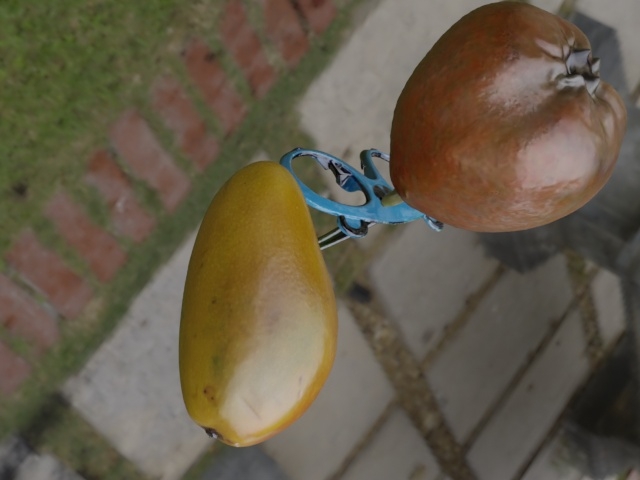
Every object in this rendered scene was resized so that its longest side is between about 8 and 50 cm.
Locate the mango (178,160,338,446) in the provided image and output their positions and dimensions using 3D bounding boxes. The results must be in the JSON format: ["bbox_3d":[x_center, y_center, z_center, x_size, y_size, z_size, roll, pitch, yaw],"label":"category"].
[{"bbox_3d":[-0.051,0.054,1.248,0.113,0.138,0.253,135,-40,-72],"label":"mango"}]

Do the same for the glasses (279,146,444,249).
[{"bbox_3d":[-0.008,-0.037,1.478,0.239,0.207,0.102,-5,83,-57],"label":"glasses"}]

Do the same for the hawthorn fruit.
[{"bbox_3d":[0.143,-0.094,1.289,0.251,0.199,0.199,-31,165,31],"label":"hawthorn fruit"}]
